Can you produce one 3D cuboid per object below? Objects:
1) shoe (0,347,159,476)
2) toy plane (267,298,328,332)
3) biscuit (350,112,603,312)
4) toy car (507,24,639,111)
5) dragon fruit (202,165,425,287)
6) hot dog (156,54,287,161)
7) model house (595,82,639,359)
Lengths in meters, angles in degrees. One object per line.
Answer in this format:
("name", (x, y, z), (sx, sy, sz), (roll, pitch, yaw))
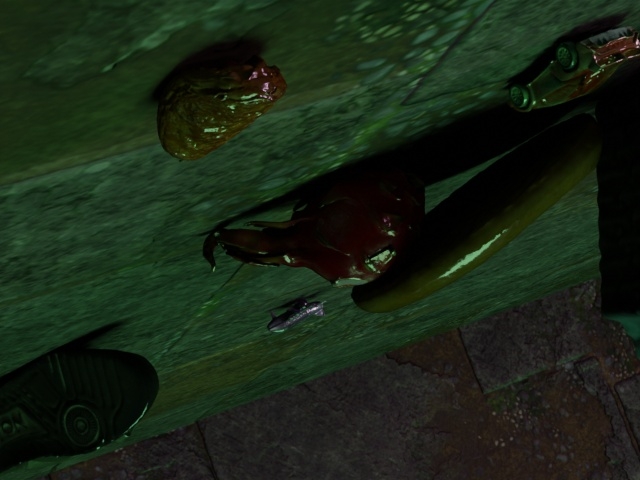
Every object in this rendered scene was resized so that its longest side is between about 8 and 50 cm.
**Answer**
("shoe", (-0.266, 0.178, 1.442), (0.293, 0.109, 0.149), (-23, 175, 27))
("toy plane", (-0.031, 0.094, 1.681), (0.083, 0.031, 0.078), (-18, 170, -19))
("biscuit", (0.136, -0.020, 1.144), (0.262, 0.037, 0.262), (-38, -175, 4))
("toy car", (0.181, -0.119, 0.966), (0.059, 0.035, 0.122), (-21, 169, -27))
("dragon fruit", (0.000, 0.000, 1.087), (0.190, 0.094, 0.094), (-18, 171, 7))
("hot dog", (-0.054, -0.073, 0.710), (0.058, 0.035, 0.083), (-14, 167, -40))
("model house", (0.386, -0.037, 1.084), (0.297, 0.339, 0.360), (-31, -175, -22))
